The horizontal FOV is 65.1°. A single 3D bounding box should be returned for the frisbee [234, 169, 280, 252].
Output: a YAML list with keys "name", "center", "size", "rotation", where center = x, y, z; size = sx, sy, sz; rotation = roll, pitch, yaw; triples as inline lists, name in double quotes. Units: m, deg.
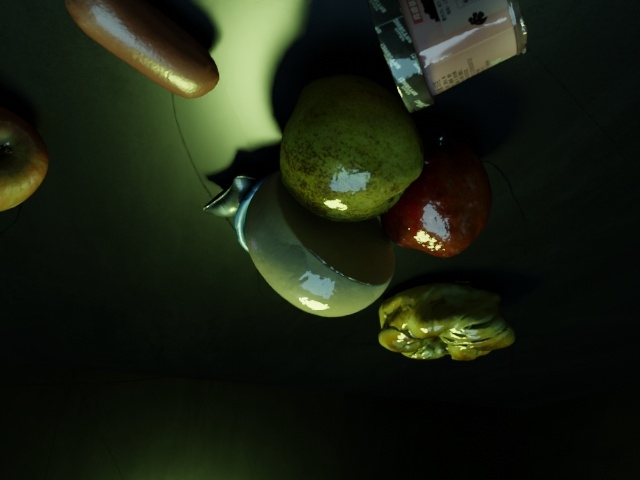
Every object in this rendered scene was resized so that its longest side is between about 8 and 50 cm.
- name: "frisbee"
  center: [-0.041, -0.052, 0.925]
  size: [0.242, 0.045, 0.242]
  rotation: [-12, 138, -11]

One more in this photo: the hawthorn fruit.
- name: "hawthorn fruit"
  center: [0.177, -0.081, 0.780]
  size: [0.185, 0.185, 0.202]
  rotation: [-1, 134, 7]

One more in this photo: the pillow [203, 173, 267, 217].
- name: "pillow"
  center: [-0.144, -0.079, 0.909]
  size: [0.091, 0.055, 0.135]
  rotation: [28, 140, -31]

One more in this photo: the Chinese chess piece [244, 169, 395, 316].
- name: "Chinese chess piece"
  center: [0.000, 0.000, 0.773]
  size: [0.251, 0.251, 0.097]
  rotation: [23, 127, -34]

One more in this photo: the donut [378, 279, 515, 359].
- name: "donut"
  center: [0.339, 0.231, 1.363]
  size: [0.360, 0.170, 0.360]
  rotation: [1, 155, 1]

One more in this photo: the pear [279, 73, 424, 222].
- name: "pear"
  center: [0.045, -0.117, 0.671]
  size: [0.197, 0.197, 0.197]
  rotation: [2, 153, 1]

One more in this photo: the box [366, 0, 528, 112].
- name: "box"
  center: [0.130, -0.228, 0.515]
  size: [0.135, 0.151, 0.151]
  rotation: [-19, 147, 20]

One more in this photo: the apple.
- name: "apple"
  center: [-0.522, -0.118, 0.746]
  size: [0.199, 0.199, 0.199]
  rotation: [2, 153, 1]

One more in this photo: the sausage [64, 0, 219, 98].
- name: "sausage"
  center: [-0.204, -0.237, 0.594]
  size: [0.077, 0.077, 0.194]
  rotation: [-19, 146, 35]
